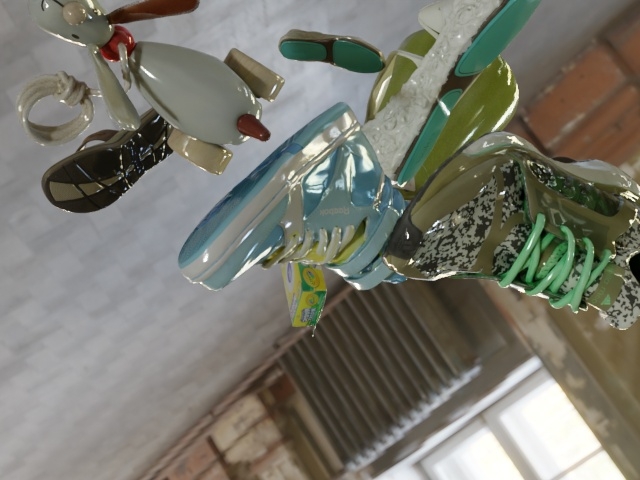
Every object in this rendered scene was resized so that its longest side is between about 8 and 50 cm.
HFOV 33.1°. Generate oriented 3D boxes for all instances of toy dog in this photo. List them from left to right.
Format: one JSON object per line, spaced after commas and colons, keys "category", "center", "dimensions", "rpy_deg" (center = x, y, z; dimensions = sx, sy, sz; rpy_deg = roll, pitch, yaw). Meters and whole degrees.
{"category": "toy dog", "center": [-0.179, -0.188, 1.276], "dimensions": [0.334, 0.161, 0.220], "rpy_deg": [6, 106, -32]}

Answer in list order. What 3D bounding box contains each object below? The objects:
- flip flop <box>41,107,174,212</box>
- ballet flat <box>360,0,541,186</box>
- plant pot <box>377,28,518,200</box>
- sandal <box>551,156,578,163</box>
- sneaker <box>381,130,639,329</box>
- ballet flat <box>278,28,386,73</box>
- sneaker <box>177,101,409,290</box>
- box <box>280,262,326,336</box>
{"category": "flip flop", "center": [-0.337, -0.140, 1.734], "dimensions": [0.277, 0.080, 0.112], "rpy_deg": [-42, 140, -33]}
{"category": "ballet flat", "center": [0.167, -0.260, 1.571], "dimensions": [0.147, 0.147, 0.409], "rpy_deg": [-6, 136, -56]}
{"category": "plant pot", "center": [0.211, -0.223, 2.121], "dimensions": [0.293, 0.275, 0.274], "rpy_deg": [-57, 179, -36]}
{"category": "sandal", "center": [0.413, -0.033, 1.621], "dimensions": [0.088, 0.240, 0.079], "rpy_deg": [-23, 132, -8]}
{"category": "sneaker", "center": [0.238, 0.007, 1.053], "dimensions": [0.410, 0.182, 0.158], "rpy_deg": [-2, 127, -42]}
{"category": "ballet flat", "center": [0.021, -0.288, 1.592], "dimensions": [0.052, 0.168, 0.057], "rpy_deg": [-65, 162, -45]}
{"category": "sneaker", "center": [0.000, 0.000, 1.166], "dimensions": [0.127, 0.208, 0.319], "rpy_deg": [-28, -166, 46]}
{"category": "box", "center": [-0.030, 0.058, 1.751], "dimensions": [0.043, 0.179, 0.105], "rpy_deg": [-3, 143, -16]}
